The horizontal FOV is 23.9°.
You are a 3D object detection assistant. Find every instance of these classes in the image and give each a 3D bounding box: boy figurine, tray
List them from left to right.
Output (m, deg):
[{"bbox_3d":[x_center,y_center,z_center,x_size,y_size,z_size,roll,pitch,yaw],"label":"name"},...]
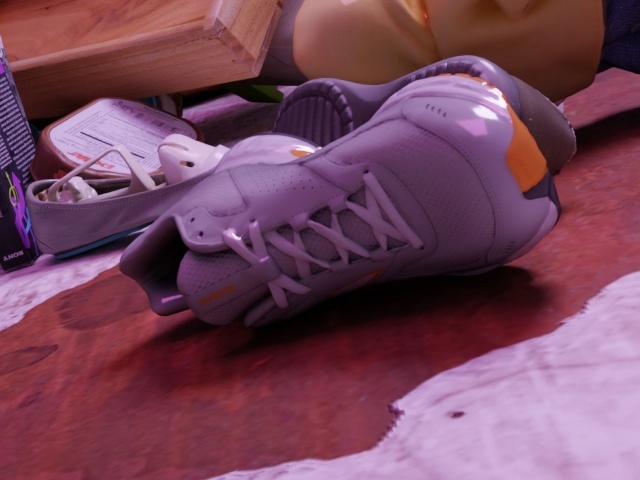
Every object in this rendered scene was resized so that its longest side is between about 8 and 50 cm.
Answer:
[{"bbox_3d":[-0.203,-0.217,1.385,0.410,0.076,0.203,-5,55,36],"label":"tray"},{"bbox_3d":[0.126,-0.132,0.943,0.285,0.177,0.092,-6,58,6],"label":"boy figurine"}]

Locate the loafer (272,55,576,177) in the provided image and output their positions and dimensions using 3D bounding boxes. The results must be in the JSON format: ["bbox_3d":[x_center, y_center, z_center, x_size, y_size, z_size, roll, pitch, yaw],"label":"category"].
[{"bbox_3d":[0.049,-0.045,0.866,0.087,0.094,0.251,14,-7,-30],"label":"loafer"}]

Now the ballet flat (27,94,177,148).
[{"bbox_3d":[-0.250,-0.086,1.468,0.248,0.086,0.086,-14,13,12],"label":"ballet flat"}]

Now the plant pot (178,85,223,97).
[{"bbox_3d":[-0.161,-0.292,1.786,0.203,0.291,0.291,0,15,6],"label":"plant pot"}]

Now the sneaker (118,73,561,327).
[{"bbox_3d":[0.000,0.000,0.725,0.121,0.099,0.262,-36,13,-33],"label":"sneaker"}]

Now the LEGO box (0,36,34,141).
[{"bbox_3d":[-0.525,-0.121,1.263,0.500,0.373,0.193,-16,6,15],"label":"LEGO box"}]

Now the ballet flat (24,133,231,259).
[{"bbox_3d":[-0.117,-0.040,1.072,0.213,0.068,0.072,-13,14,21],"label":"ballet flat"}]

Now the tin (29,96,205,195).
[{"bbox_3d":[-0.161,-0.072,1.216,0.106,0.040,0.190,19,23,9],"label":"tin"}]

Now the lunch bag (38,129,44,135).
[{"bbox_3d":[-0.203,-0.085,1.372,0.053,0.071,0.083,-10,15,39],"label":"lunch bag"}]

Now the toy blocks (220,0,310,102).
[{"bbox_3d":[-0.063,-0.291,1.487,0.381,0.261,0.190,7,-14,43],"label":"toy blocks"}]

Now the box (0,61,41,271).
[{"bbox_3d":[-0.248,-0.066,1.158,0.029,0.162,0.116,-20,12,9],"label":"box"}]

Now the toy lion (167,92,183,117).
[{"bbox_3d":[-0.193,-0.129,1.541,0.100,0.096,0.034,-58,7,11],"label":"toy lion"}]
